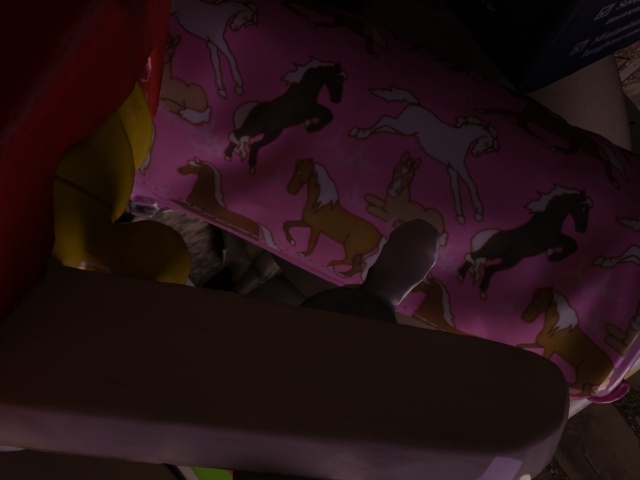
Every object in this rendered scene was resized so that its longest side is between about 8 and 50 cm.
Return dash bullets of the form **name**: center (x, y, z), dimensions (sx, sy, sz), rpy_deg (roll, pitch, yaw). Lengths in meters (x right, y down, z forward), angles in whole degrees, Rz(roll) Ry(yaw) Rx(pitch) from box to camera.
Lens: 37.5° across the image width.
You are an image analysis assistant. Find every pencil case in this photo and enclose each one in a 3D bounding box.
- **pencil case**: center (0.047, -0.037, 0.612), dimensions (0.160, 0.386, 0.167), rpy_deg (-61, 174, -50)

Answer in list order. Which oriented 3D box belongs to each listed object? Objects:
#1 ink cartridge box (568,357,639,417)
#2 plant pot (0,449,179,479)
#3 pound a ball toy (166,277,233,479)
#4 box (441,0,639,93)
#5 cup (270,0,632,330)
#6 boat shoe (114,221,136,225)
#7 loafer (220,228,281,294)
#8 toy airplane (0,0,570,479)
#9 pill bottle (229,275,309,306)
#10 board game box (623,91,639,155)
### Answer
- **ink cartridge box**: center (0.352, 0.044, 1.052), dimensions (0.279, 0.160, 0.385), rpy_deg (-15, 154, -51)
- **plant pot**: center (-0.277, 0.237, 0.915), dimensions (0.256, 0.274, 0.256), rpy_deg (-32, 163, -11)
- **pound a ball toy**: center (-0.094, 0.168, 1.015), dimensions (0.208, 0.319, 0.136), rpy_deg (-40, -165, -22)
- **box**: center (0.225, -0.314, 0.504), dimensions (0.293, 0.212, 0.395), rpy_deg (-27, 162, -26)
- **cup**: center (0.124, -0.101, 0.804), dimensions (0.331, 0.331, 0.237), rpy_deg (-23, 134, -37)
- **boat shoe**: center (-0.196, 0.031, 0.905), dimensions (0.045, 0.050, 0.135), rpy_deg (-13, 153, -42)
- **loafer**: center (-0.059, -0.007, 1.015), dimensions (0.102, 0.092, 0.268), rpy_deg (-29, 178, -16)
- **toy airplane**: center (-0.153, 0.029, 0.389), dimensions (0.384, 0.386, 0.272), rpy_deg (-29, 150, -22)
- **pill bottle**: center (-0.101, 0.256, 1.191), dimensions (0.408, 0.229, 0.229), rpy_deg (-58, 163, -2)
- **board game box**: center (0.256, -0.111, 1.112), dimensions (0.097, 0.224, 0.303), rpy_deg (-31, 164, -8)
